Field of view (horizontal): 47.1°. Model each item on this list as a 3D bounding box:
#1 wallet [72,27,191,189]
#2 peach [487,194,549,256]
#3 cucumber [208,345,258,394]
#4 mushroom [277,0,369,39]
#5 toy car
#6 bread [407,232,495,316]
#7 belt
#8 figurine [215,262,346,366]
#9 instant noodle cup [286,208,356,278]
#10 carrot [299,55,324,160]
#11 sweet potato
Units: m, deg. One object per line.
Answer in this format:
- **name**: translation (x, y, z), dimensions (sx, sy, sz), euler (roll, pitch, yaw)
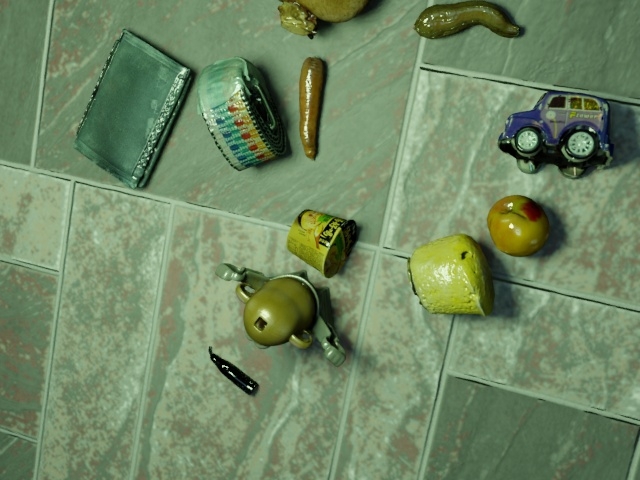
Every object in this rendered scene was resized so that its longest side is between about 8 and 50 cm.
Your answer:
- **wallet**: translation (-0.477, -0.332, 1.861), dimensions (0.237, 0.075, 0.342), euler (33, 106, 16)
- **peach**: translation (0.437, -0.028, 1.611), dimensions (0.138, 0.138, 0.138), euler (2, 97, 15)
- **cucumber**: translation (-0.234, 0.336, 1.892), dimensions (0.163, 0.039, 0.043), euler (35, 83, 7)
- **mushroom**: translation (-0.004, -0.595, 1.633), dimensions (0.264, 0.195, 0.283), euler (15, 101, 7)
- **toy car**: translation (0.503, -0.231, 1.563), dimensions (0.235, 0.172, 0.157), euler (9, 83, 17)
- **bread**: translation (0.298, 0.084, 1.636), dimensions (0.171, 0.197, 0.197), euler (-13, 93, 22)
- **belt**: translation (-0.182, -0.300, 1.712), dimensions (0.150, 0.207, 0.257), euler (-19, 108, 16)
- **figurine**: translation (-0.084, 0.160, 1.701), dimensions (0.343, 0.285, 0.167), euler (15, 99, 12)
- **instant noodle cup**: translation (0.000, 0.000, 1.739), dimensions (0.122, 0.151, 0.151), euler (24, 103, 24)
- **carrot**: translation (-0.025, -0.314, 1.747), dimensions (0.059, 0.059, 0.247), euler (7, 101, 15)
- **sweet potato**: translation (0.323, -0.489, 1.626), dimensions (0.233, 0.062, 0.081), euler (3, 113, 12)
